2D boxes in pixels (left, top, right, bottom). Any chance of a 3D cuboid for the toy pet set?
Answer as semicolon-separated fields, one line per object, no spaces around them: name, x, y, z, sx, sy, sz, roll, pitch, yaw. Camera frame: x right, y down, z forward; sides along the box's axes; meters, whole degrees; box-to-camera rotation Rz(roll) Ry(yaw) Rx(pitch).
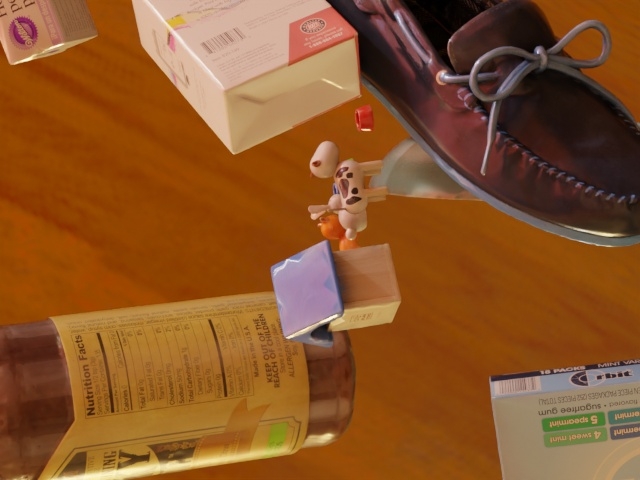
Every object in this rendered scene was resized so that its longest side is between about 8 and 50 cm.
toy pet set;0.000;0.000;0.911;0.065;0.122;0.114;-8;69;-9

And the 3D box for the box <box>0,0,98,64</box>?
box;-0.285;-0.314;1.380;0.063;0.067;0.324;-17;97;24

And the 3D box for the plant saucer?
plant saucer;0.198;-0.071;1.359;0.317;0.317;0.044;-2;98;5

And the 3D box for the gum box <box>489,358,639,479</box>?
gum box;0.211;0.178;1.161;0.157;0.041;0.184;-7;110;7

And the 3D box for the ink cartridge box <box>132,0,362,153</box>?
ink cartridge box;-0.068;-0.165;1.240;0.115;0.198;0.067;-25;140;-17

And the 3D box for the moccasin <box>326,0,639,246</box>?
moccasin;0.116;-0.124;1.171;0.342;0.137;0.117;38;136;28

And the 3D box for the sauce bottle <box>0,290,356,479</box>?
sauce bottle;-0.153;0.100;1.018;0.344;0.111;0.111;-6;103;-18
